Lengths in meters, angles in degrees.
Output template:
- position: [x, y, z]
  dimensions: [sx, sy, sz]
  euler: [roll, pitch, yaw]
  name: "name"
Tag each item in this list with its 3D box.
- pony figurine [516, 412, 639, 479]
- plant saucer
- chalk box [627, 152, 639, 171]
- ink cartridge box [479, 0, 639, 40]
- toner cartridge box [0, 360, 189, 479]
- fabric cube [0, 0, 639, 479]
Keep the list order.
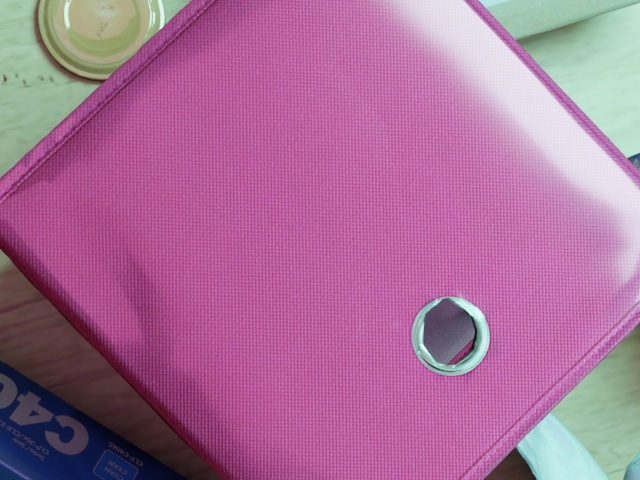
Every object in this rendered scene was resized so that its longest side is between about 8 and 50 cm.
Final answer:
- position: [0.190, 0.278, 0.856]
  dimensions: [0.363, 0.303, 0.351]
  euler: [-44, 106, 2]
  name: "pony figurine"
- position: [-0.144, -0.147, 0.957]
  dimensions: [0.083, 0.013, 0.083]
  euler: [0, 86, -6]
  name: "plant saucer"
- position: [0.278, -0.013, 0.896]
  dimensions: [0.132, 0.213, 0.132]
  euler: [-13, 87, -8]
  name: "chalk box"
- position: [0.104, -0.242, 0.889]
  dimensions: [0.193, 0.088, 0.235]
  euler: [-18, 124, 0]
  name: "ink cartridge box"
- position: [-0.141, 0.201, 0.858]
  dimensions: [0.348, 0.075, 0.165]
  euler: [32, 121, -3]
  name: "toner cartridge box"
- position: [0.000, 0.000, 0.794]
  dimensions: [0.254, 0.259, 0.258]
  euler: [-44, 92, -7]
  name: "fabric cube"
